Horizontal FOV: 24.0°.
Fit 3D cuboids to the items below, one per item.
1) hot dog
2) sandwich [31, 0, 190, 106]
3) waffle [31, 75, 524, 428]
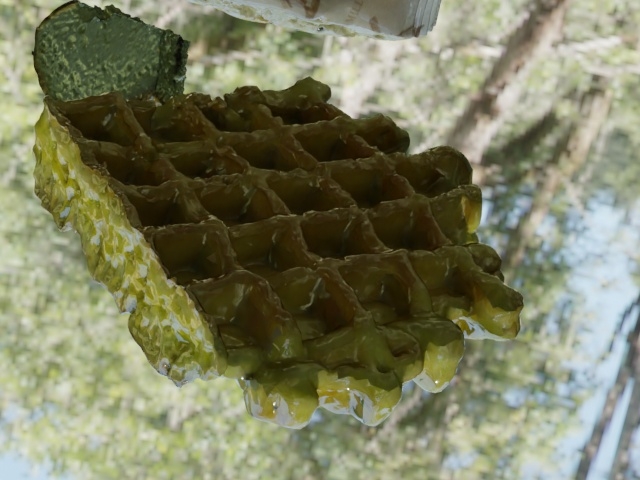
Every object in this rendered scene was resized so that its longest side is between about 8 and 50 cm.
[{"bbox_3d":[-0.028,-0.205,1.030,0.268,0.075,0.144,7,-133,-28],"label":"hot dog"},{"bbox_3d":[-0.121,-0.101,0.868,0.036,0.093,0.105,25,-146,-56],"label":"sandwich"},{"bbox_3d":[0.000,-0.001,0.737,0.219,0.057,0.229,-9,-139,-33],"label":"waffle"}]
